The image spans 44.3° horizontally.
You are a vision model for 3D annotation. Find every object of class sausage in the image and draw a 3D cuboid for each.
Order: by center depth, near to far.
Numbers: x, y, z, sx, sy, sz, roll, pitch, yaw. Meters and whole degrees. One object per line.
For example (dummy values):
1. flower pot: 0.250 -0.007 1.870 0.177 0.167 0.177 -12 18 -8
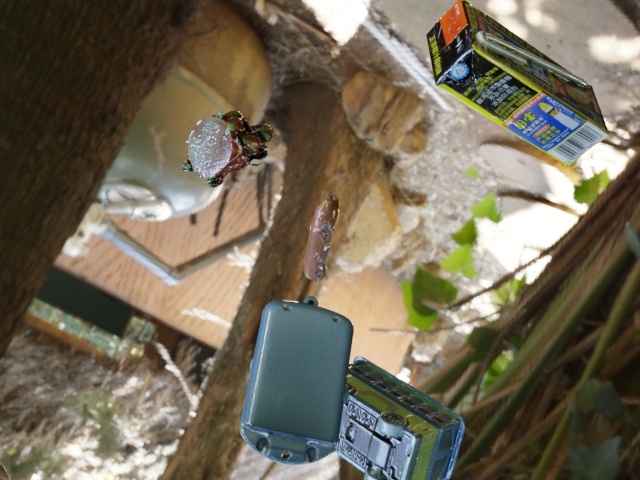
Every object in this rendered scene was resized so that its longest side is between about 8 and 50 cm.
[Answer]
1. sausage: 0.000 0.000 1.110 0.036 0.042 0.158 8 135 -4

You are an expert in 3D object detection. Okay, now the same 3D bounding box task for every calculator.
1. calculator: -0.026 0.165 0.955 0.121 0.210 0.039 14 153 -10

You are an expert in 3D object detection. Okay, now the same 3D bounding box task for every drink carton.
1. drink carton: 0.170 -0.134 0.673 0.165 0.071 0.056 24 132 -29

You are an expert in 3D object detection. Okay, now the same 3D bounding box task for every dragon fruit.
1. dragon fruit: -0.165 -0.169 1.451 0.175 0.138 0.142 -7 -171 -23

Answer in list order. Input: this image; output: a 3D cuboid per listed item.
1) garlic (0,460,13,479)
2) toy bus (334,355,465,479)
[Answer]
1. garlic: -0.237 0.315 0.712 0.313 0.286 0.249 10 -160 37
2. toy bus: 0.114 0.372 1.605 0.190 0.152 0.312 -5 -157 -45
